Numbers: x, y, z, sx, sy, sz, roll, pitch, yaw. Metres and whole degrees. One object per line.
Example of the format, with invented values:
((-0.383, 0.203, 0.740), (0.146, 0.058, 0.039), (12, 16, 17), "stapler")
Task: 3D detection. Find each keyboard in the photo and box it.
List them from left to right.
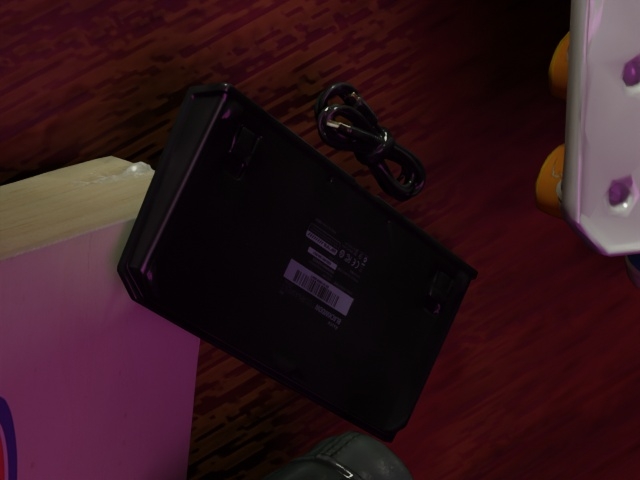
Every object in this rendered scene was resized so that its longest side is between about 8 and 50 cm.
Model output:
((0.000, 0.000, 0.688), (0.180, 0.023, 0.108), (35, 77, -50), "keyboard")

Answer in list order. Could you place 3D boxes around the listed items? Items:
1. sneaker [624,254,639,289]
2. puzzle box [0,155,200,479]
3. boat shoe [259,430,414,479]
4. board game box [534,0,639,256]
((0.179, -0.046, 0.762), (0.152, 0.058, 0.084), (-33, 129, -14), "sneaker")
((-0.159, 0.190, 0.642), (0.272, 0.052, 0.409), (-19, 123, -49), "puzzle box")
((0.016, 0.211, 0.771), (0.113, 0.127, 0.340), (-48, 137, -36), "boat shoe")
((0.254, -0.204, 0.693), (0.390, 0.050, 0.390), (-5, 104, -25), "board game box")
